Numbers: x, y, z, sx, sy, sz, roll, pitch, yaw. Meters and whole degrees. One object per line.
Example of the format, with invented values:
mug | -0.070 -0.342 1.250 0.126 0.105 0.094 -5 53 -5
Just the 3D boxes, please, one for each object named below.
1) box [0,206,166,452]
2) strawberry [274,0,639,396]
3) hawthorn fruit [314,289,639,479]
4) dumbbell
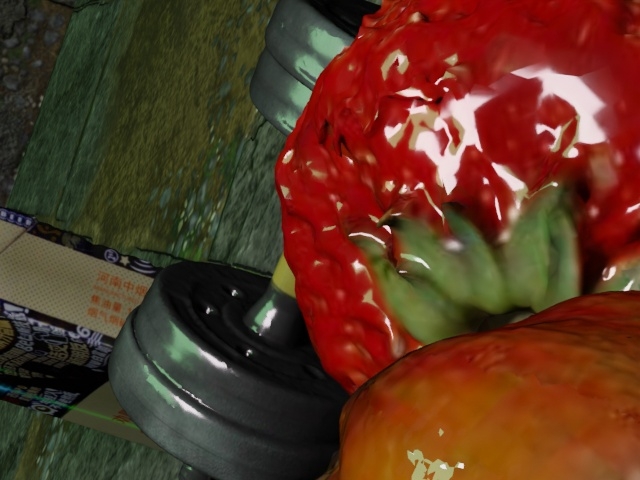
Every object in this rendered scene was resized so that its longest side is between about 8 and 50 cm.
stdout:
box | -0.205 0.072 1.200 0.198 0.310 0.084 -35 39 55
strawberry | 0.116 -0.033 0.665 0.257 0.257 0.277 -50 9 41
hawthorn fruit | 0.104 0.139 0.461 0.261 0.224 0.224 34 108 26
dumbbell | 0.000 0.000 0.963 0.388 0.185 0.185 -62 24 18
